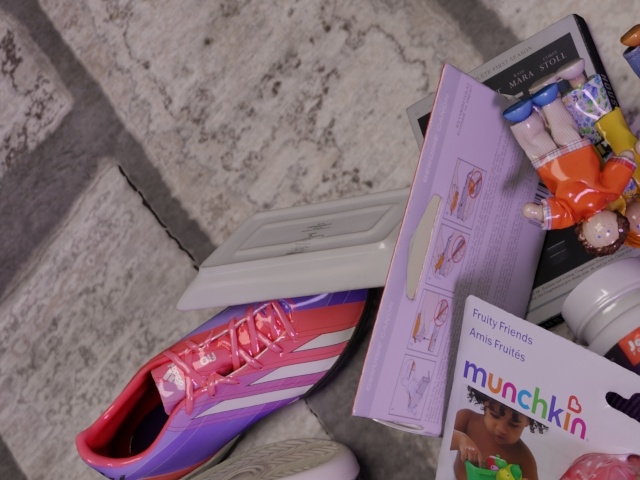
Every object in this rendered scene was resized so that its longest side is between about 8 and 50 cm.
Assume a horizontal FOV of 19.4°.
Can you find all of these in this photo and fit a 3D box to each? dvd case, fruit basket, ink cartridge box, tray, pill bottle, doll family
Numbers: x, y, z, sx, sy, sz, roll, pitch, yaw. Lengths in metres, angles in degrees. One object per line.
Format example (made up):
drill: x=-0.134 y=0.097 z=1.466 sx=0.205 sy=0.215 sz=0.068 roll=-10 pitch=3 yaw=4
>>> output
dvd case: x=0.183 y=-0.049 z=1.585 sx=0.179 sy=0.029 sz=0.238 roll=-29 pitch=66 yaw=25
fruit basket: x=0.192 y=0.259 z=1.367 sx=0.327 sy=0.165 sz=0.353 roll=27 pitch=124 yaw=39
ink cartridge box: x=0.096 y=0.014 z=1.465 sx=0.060 sy=0.239 sz=0.275 roll=13 pitch=87 yaw=33
tray: x=0.000 y=0.000 z=1.618 sx=0.270 sy=0.145 sz=0.030 roll=-9 pitch=118 yaw=41
pill bottle: x=0.269 y=0.110 z=1.442 sx=0.108 sy=0.108 sz=0.193 roll=-43 pitch=60 yaw=19
doll family: x=0.270 y=-0.088 z=1.460 sx=0.263 sy=0.118 sz=0.163 roll=-31 pitch=98 yaw=5

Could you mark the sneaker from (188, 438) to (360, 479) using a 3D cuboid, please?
sneaker: x=-0.105 y=0.295 z=1.658 sx=0.350 sy=0.131 sz=0.148 roll=-25 pitch=96 yaw=16

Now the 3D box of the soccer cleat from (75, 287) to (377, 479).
soccer cleat: x=-0.083 y=0.113 z=1.672 sx=0.318 sy=0.116 sz=0.108 roll=-42 pitch=58 yaw=18
